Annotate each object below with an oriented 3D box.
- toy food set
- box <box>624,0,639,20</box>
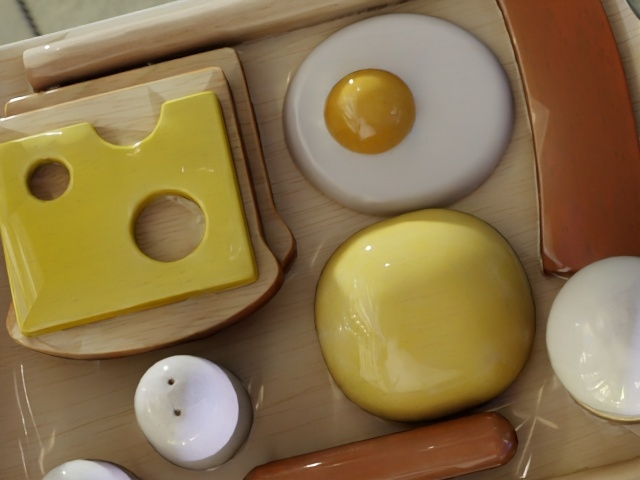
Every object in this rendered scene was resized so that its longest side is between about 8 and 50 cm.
[{"bbox_3d":[0.000,0.000,0.572,0.306,0.219,0.092,-14,165,3],"label":"toy food set"},{"bbox_3d":[0.287,-0.283,0.328,0.472,0.480,0.297,-9,142,35],"label":"box"}]
